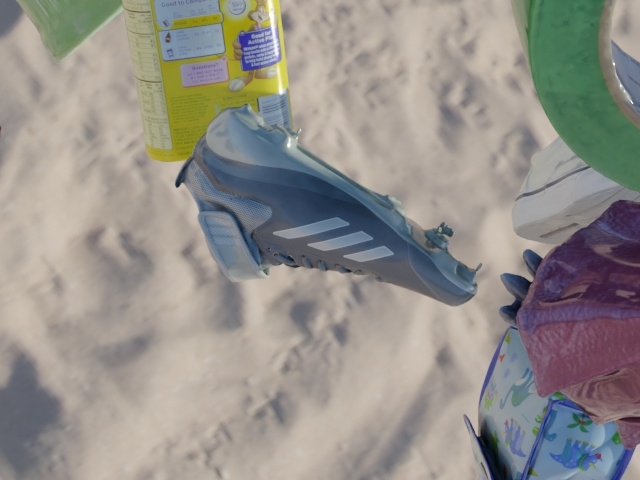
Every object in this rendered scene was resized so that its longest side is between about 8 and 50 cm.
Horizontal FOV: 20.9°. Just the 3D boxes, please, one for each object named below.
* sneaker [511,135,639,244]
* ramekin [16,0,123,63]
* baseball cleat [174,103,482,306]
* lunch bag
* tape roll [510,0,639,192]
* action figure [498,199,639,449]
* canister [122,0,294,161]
[{"bbox_3d":[0.231,-0.061,1.413,0.094,0.258,0.091,12,78,-22],"label":"sneaker"},{"bbox_3d":[-0.173,-0.314,1.580,0.148,0.303,0.303,50,42,-10],"label":"ramekin"},{"bbox_3d":[0.000,0.000,1.138,0.206,0.109,0.072,36,11,2],"label":"baseball cleat"},{"bbox_3d":[0.165,0.160,1.313,0.096,0.151,0.129,11,23,-13],"label":"lunch bag"},{"bbox_3d":[0.277,-0.161,1.050,0.321,0.321,0.077,26,37,-29],"label":"tape roll"},{"bbox_3d":[0.278,0.059,0.848,0.248,0.370,0.276,-45,120,-34],"label":"action figure"},{"bbox_3d":[-0.087,-0.152,1.316,0.126,0.170,0.073,-9,27,-5],"label":"canister"}]
